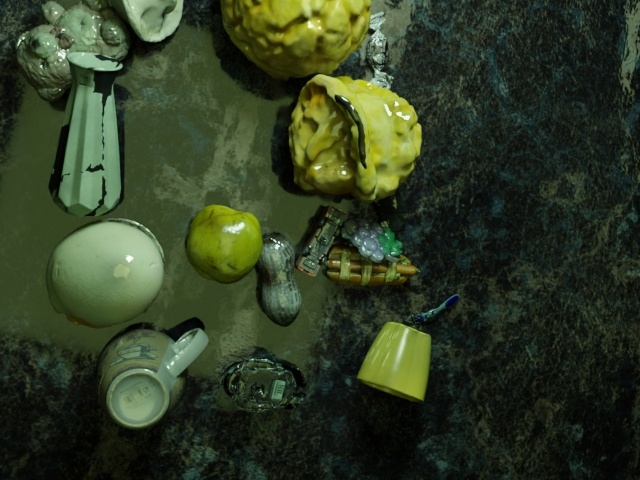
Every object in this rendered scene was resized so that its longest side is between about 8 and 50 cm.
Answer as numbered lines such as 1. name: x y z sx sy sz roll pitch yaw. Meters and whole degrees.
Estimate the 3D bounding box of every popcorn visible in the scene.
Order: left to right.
1. popcorn: -0.077 -0.579 1.500 0.344 0.390 0.354 -36 133 6
2. popcorn: 0.077 -0.257 1.555 0.349 0.381 0.349 -1 82 6

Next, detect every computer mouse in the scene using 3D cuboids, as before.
1. computer mouse: -0.149 0.376 1.675 0.242 0.077 0.146 16 90 -18

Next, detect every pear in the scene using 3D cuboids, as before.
1. pear: -0.239 0.012 1.578 0.200 0.200 0.200 -1 93 -14

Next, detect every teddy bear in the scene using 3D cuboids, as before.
1. teddy bear: -0.582 -0.458 1.486 0.267 0.151 0.236 -27 78 -13

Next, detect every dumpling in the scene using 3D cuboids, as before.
1. dumpling: -0.394 -0.596 1.501 0.243 0.175 0.227 -49 139 -17

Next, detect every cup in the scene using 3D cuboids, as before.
1. cup: -0.395 0.325 1.524 0.301 0.257 0.227 -35 103 -11

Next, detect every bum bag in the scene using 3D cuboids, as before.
1. bum bag: 0.183 -0.121 1.744 0.087 0.049 0.197 -19 99 13

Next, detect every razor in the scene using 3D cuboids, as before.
1. razor: 0.335 0.196 1.807 0.154 0.028 0.044 -28 99 -10

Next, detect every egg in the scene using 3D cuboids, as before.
1. egg: -0.521 0.079 1.520 0.286 0.174 0.264 -13 93 -9

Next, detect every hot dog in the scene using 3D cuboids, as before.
1. hot dog: 0.139 0.071 1.732 0.269 0.072 0.109 5 94 -13

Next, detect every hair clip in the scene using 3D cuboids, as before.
1. hair clip: 0.137 0.007 1.693 0.195 0.052 0.124 13 59 -26

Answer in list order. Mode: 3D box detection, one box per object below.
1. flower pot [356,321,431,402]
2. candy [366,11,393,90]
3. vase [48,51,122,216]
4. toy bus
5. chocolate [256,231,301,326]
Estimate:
1. flower pot: 0.211 0.324 1.715 0.195 0.195 0.179 22 75 -14
2. candy: 0.148 -0.499 1.710 0.094 0.051 0.226 -2 94 -11
3. vase: -0.528 -0.235 1.446 0.165 0.165 0.360 8 119 -14
4. toy bus: 0.000 0.000 1.690 0.065 0.077 0.192 29 85 -12
5. chocolate: -0.111 0.104 1.656 0.110 0.110 0.248 -12 91 -13
